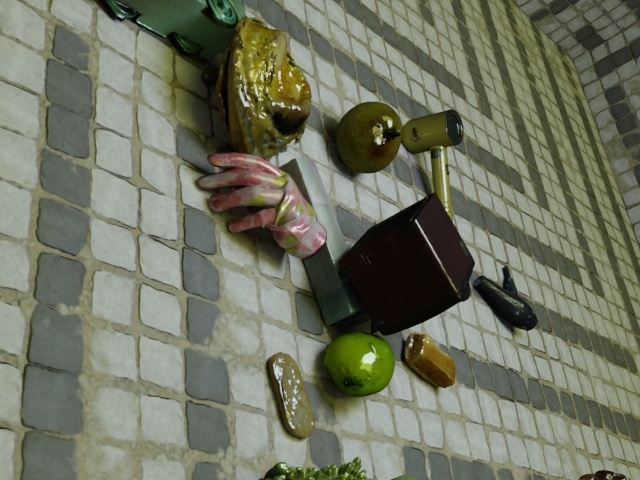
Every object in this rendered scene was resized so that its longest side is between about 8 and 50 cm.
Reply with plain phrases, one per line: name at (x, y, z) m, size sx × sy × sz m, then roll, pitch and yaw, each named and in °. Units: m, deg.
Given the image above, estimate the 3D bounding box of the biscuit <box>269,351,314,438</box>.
biscuit at (-0.047, 0.251, 1.326) m, size 0.071 × 0.018 × 0.147 m, roll 7°, pitch 59°, yaw -54°

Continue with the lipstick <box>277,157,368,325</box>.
lipstick at (0.000, 0.000, 1.534) m, size 0.068 × 0.066 × 0.317 m, roll 1°, pitch 65°, yaw -54°

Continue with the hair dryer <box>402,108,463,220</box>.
hair dryer at (0.285, -0.176, 2.029) m, size 0.090 × 0.135 × 0.278 m, roll 3°, pitch 80°, yaw -53°

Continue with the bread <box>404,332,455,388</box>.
bread at (0.224, 0.246, 1.666) m, size 0.132 × 0.053 × 0.074 m, roll 39°, pitch 43°, yaw -30°

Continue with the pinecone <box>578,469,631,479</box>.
pinecone at (0.639, 0.625, 1.797) m, size 0.272 × 0.224 × 0.224 m, roll 36°, pitch 36°, yaw -64°

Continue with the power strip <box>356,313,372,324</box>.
power strip at (0.101, 0.103, 1.615) m, size 0.075 × 0.042 × 0.175 m, roll 60°, pitch 31°, yaw -2°

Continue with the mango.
mango at (0.078, 0.214, 1.451) m, size 0.119 × 0.100 × 0.178 m, roll 62°, pitch 25°, yaw 7°

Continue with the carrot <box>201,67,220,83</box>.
carrot at (-0.192, -0.314, 1.547) m, size 0.032 × 0.032 × 0.093 m, roll 61°, pitch 28°, yaw 0°

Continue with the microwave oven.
microwave oven at (0.168, 0.048, 1.518) m, size 0.188 × 0.178 × 0.247 m, roll 61°, pitch 22°, yaw -7°

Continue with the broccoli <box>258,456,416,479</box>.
broccoli at (0.042, 0.406, 1.120) m, size 0.263 × 0.243 × 0.247 m, roll 49°, pitch 21°, yaw -27°

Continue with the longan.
longan at (0.111, -0.222, 1.760) m, size 0.145 × 0.176 × 0.154 m, roll -8°, pitch 98°, yaw -31°

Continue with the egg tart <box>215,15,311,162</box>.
egg tart at (-0.084, -0.275, 1.508) m, size 0.297 × 0.132 × 0.297 m, roll -3°, pitch 90°, yaw -71°

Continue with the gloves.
gloves at (-0.096, -0.073, 1.419) m, size 0.241 × 0.126 × 0.145 m, roll 48°, pitch 37°, yaw -30°

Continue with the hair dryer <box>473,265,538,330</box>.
hair dryer at (0.473, 0.119, 2.108) m, size 0.195 × 0.075 × 0.219 m, roll 40°, pitch 27°, yaw -15°

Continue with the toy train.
toy train at (-0.274, -0.449, 1.450) m, size 0.326 × 0.129 × 0.159 m, roll 20°, pitch 48°, yaw -47°
